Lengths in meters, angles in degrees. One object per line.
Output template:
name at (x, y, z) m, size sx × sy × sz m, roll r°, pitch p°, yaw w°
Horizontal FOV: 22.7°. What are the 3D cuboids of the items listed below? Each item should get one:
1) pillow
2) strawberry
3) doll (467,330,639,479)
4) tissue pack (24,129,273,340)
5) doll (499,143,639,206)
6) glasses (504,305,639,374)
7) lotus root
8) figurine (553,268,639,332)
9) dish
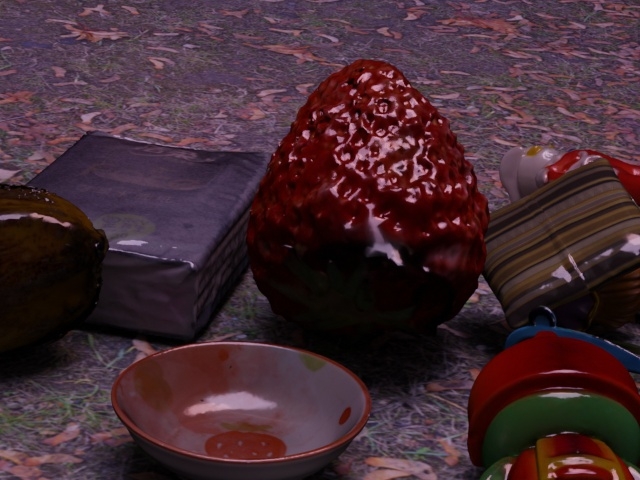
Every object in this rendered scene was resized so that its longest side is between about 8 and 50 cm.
pillow at (0.284, -0.001, 1.892) m, size 0.208 × 0.052 × 0.212 m, roll -25°, pitch 38°, yaw 1°
strawberry at (0.067, -0.031, 1.886) m, size 0.292 × 0.291 × 0.310 m, roll 14°, pitch 51°, yaw 21°
doll at (0.236, 0.182, 1.592) m, size 0.183 × 0.160 × 0.363 m, roll -2°, pitch 21°, yaw 2°
tissue pack at (-0.233, -0.017, 2.030) m, size 0.288 × 0.124 × 0.394 m, roll 10°, pitch 23°, yaw 11°
doll at (0.388, -0.082, 2.197) m, size 0.188 × 0.099 × 0.384 m, roll 0°, pitch 4°, yaw -36°
glasses at (0.340, 0.163, 1.804) m, size 0.239 × 0.102 × 0.207 m, roll 20°, pitch -1°, yaw 36°
lotus root at (-0.425, 0.045, 1.731) m, size 0.398 × 0.195 × 0.179 m, roll -5°, pitch 23°, yaw -17°
figurine at (0.356, 0.038, 2.005) m, size 0.263 × 0.142 × 0.189 m, roll -10°, pitch 37°, yaw -34°
dish at (-0.080, 0.192, 1.602) m, size 0.260 × 0.085 × 0.260 m, roll 3°, pitch 21°, yaw -1°
